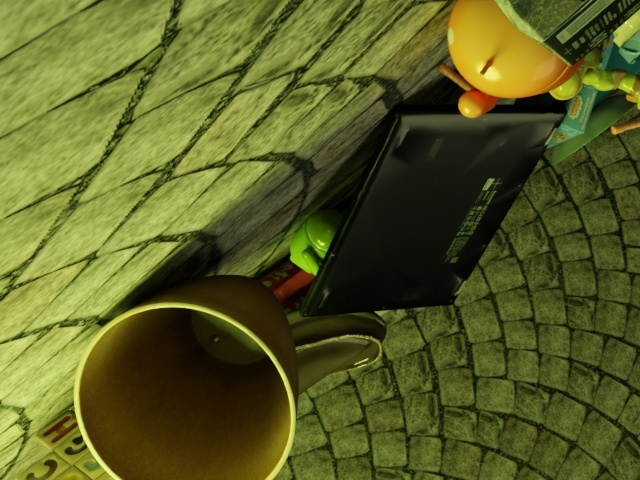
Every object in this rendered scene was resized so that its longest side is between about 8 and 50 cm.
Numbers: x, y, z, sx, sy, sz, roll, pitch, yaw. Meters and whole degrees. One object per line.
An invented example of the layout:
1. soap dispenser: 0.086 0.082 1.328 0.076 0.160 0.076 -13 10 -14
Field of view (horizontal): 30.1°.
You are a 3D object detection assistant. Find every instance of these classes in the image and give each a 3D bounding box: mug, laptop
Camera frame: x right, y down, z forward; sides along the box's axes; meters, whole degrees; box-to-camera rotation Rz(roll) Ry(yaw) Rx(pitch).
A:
1. mug: -0.045 0.072 1.805 0.169 0.113 0.150 -28 139 -42
2. laptop: 0.166 -0.113 1.687 0.408 0.236 0.382 -4 137 -29

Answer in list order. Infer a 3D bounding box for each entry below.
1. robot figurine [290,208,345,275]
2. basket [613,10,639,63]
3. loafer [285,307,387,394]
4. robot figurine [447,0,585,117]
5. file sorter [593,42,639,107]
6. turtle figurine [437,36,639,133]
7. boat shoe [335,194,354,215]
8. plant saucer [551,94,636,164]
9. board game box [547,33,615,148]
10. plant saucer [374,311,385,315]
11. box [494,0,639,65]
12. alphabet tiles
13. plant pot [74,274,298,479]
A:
1. robot figurine: 0.000 0.000 1.660 0.101 0.067 0.115 -54 -178 -40
2. basket: 0.446 -0.283 1.324 0.201 0.289 0.255 -25 167 -48
3. loafer: -0.068 0.193 1.690 0.366 0.130 0.134 -13 147 -15
4. robot figurine: 0.197 -0.206 1.171 0.158 0.128 0.219 -20 -178 21
5. file sorter: 0.476 -0.304 2.116 0.170 0.118 0.104 -38 176 -17
6. turtle figurine: 0.281 -0.221 1.421 0.217 0.269 0.087 -70 169 -59
7. boat shoe: 0.024 -0.023 1.752 0.142 0.049 0.040 -44 170 -31
8. plant saucer: 0.472 -0.204 2.081 0.195 0.037 0.195 -38 180 0
9. board game box: 0.346 -0.214 1.670 0.211 0.039 0.160 145 -36 -84
10. plant saucer: 0.042 0.123 2.234 0.400 0.100 0.400 -29 175 -3
11. box: 0.182 -0.232 0.843 0.163 0.142 0.247 -41 172 15
12. alphabet tiles: -0.203 0.219 1.477 0.342 0.011 0.285 -38 -149 -24
13. plant pot: -0.120 0.135 1.344 0.237 0.237 0.254 -43 -173 20
